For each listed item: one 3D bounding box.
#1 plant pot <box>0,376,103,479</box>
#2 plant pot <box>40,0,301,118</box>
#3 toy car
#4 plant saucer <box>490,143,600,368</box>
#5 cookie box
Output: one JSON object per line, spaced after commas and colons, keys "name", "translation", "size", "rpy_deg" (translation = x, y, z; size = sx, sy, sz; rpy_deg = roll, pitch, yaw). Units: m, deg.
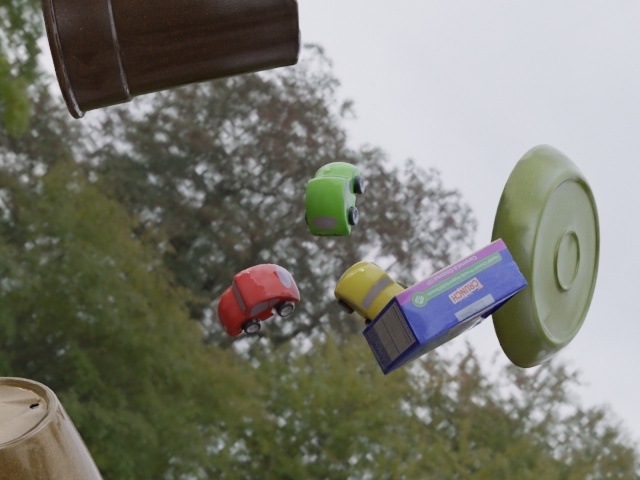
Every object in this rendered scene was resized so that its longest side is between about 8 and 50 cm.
{"name": "plant pot", "translation": [-0.272, 0.255, 0.899], "size": [0.237, 0.237, 0.254], "rpy_deg": [21, -60, 42]}
{"name": "plant pot", "translation": [-0.102, -0.178, 0.733], "size": [0.167, 0.165, 0.167], "rpy_deg": [172, -90, -86]}
{"name": "toy car", "translation": [0.000, 0.000, 1.186], "size": [0.239, 0.225, 0.053], "rpy_deg": [-1, -29, 20]}
{"name": "plant saucer", "translation": [0.247, 0.019, 1.108], "size": [0.037, 0.241, 0.241], "rpy_deg": [5, -51, 35]}
{"name": "cookie box", "translation": [0.086, 0.050, 0.746], "size": [0.040, 0.092, 0.107], "rpy_deg": [60, -18, 11]}
